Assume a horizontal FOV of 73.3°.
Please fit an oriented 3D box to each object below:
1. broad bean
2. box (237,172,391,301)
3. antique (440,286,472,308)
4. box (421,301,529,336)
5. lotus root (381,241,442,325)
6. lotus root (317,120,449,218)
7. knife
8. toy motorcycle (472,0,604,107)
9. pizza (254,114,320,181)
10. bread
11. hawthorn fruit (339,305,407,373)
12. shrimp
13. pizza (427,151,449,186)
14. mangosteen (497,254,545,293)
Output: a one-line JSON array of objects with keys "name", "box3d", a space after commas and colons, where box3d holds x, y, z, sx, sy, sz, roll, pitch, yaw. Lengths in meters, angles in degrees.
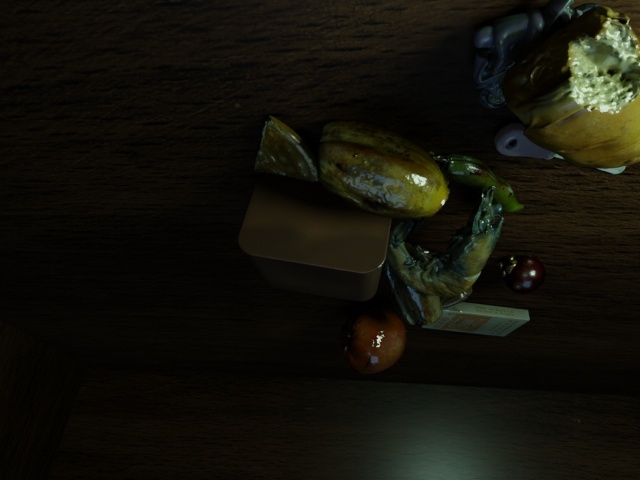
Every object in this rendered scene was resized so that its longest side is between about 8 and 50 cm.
[{"name": "broad bean", "box3d": [0.384, -0.134, 1.006, 0.339, 0.061, 0.077, 26, 150, -29]}, {"name": "box", "box3d": [0.000, 0.000, 1.090, 0.340, 0.239, 0.229, 8, 152, 9]}, {"name": "antique", "box3d": [0.359, 0.160, 1.444, 0.257, 0.121, 0.143, -17, 137, 31]}, {"name": "box", "box3d": [0.611, 0.315, 1.727, 0.365, 0.051, 0.204, 7, 149, -4]}, {"name": "lotus root", "box3d": [0.280, 0.149, 1.349, 0.167, 0.078, 0.329, -17, 114, 25]}, {"name": "lotus root", "box3d": [0.124, -0.134, 0.913, 0.291, 0.193, 0.193, 20, 148, 2]}, {"name": "knife", "box3d": [0.528, -0.198, 0.920, 0.336, 0.043, 0.081, 6, 143, -15]}, {"name": "toy motorcycle", "box3d": [0.327, -0.316, 0.703, 0.152, 0.073, 0.225, 24, 145, -24]}, {"name": "pizza", "box3d": [-0.085, -0.187, 0.991, 0.185, 0.036, 0.176, 39, 145, -20]}, {"name": "bread", "box3d": [0.452, -0.213, 0.697, 0.344, 0.148, 0.195, 5, 150, -40]}, {"name": "hawthorn fruit", "box3d": [0.234, 0.388, 1.726, 0.308, 0.276, 0.276, -4, 156, -29]}, {"name": "shrimp", "box3d": [0.314, 0.002, 1.121, 0.272, 0.085, 0.445, 27, 143, 7]}, {"name": "pizza", "box3d": [0.248, -0.127, 1.041, 0.161, 0.062, 0.182, 16, 146, -28]}, {"name": "mangosteen", "box3d": [0.609, 0.098, 1.316, 0.140, 0.140, 0.140, 4, 149, 2]}]
